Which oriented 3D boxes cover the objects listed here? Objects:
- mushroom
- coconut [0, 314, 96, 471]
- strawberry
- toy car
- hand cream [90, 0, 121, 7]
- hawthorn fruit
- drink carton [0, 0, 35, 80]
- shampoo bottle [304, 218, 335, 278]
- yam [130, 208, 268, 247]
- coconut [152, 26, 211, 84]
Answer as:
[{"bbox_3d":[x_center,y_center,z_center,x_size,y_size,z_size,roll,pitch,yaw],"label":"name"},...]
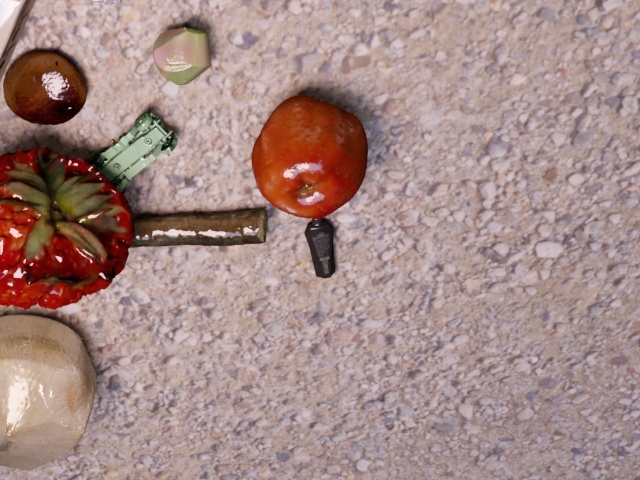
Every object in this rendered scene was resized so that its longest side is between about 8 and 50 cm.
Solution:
[{"bbox_3d":[-0.403,-0.219,1.481,0.123,0.052,0.123,1,121,2],"label":"mushroom"},{"bbox_3d":[-0.495,0.259,1.679,0.245,0.247,0.244,-1,123,-2],"label":"coconut"},{"bbox_3d":[-0.427,-0.006,1.497,0.261,0.261,0.258,28,139,-18],"label":"strawberry"},{"bbox_3d":[-0.285,-0.135,1.537,0.143,0.054,0.073,-37,115,19],"label":"toy car"},{"bbox_3d":[-0.323,-0.348,1.418,0.093,0.019,0.030,5,122,-13],"label":"hand cream"},{"bbox_3d":[-0.017,-0.120,1.480,0.189,0.189,0.189,-1,124,-1],"label":"hawthorn fruit"},{"bbox_3d":[-0.489,-0.259,1.365,0.132,0.194,0.324,25,120,-15],"label":"drink carton"},{"bbox_3d":[0.000,0.000,1.647,0.048,0.027,0.137,-14,124,-7],"label":"shampoo bottle"},{"bbox_3d":[-0.220,-0.017,1.617,0.274,0.061,0.061,-2,124,2],"label":"yam"},{"bbox_3d":[-0.198,-0.262,1.441,0.083,0.082,0.081,-11,106,-44],"label":"coconut"}]
